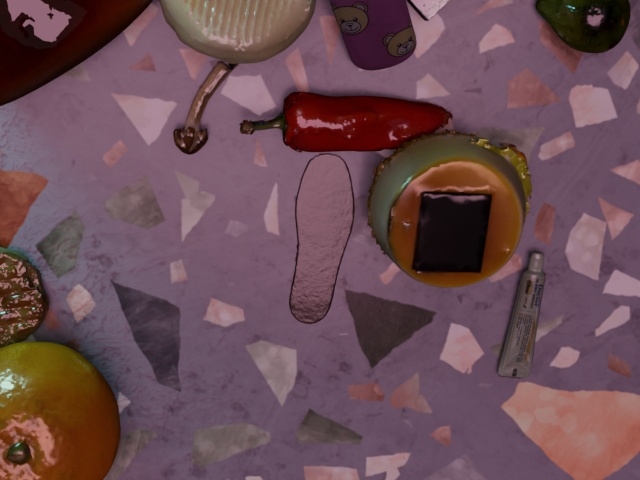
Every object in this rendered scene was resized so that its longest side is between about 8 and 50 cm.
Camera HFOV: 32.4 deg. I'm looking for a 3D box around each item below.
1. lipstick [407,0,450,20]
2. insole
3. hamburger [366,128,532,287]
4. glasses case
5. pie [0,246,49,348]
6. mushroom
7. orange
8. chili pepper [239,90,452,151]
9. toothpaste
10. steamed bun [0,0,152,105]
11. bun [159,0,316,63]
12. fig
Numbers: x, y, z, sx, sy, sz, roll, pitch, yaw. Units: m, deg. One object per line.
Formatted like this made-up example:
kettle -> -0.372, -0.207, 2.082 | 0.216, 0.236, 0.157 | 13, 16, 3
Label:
lipstick -> 0.281, -0.510, 1.900 | 0.317, 0.066, 0.068 | -42, 104, 7
insole -> 0.000, 0.000, 2.038 | 0.111, 0.007, 0.327 | 7, 103, -5
hamburger -> 0.228, -0.056, 1.949 | 0.294, 0.179, 0.276 | -1, 113, -4
glasses case -> 0.077, -0.407, 1.838 | 0.123, 0.075, 0.316 | -16, 140, 8
pie -> -0.586, 0.103, 2.004 | 0.195, 0.046, 0.195 | 0, 104, -2
mushroom -> -0.203, -0.239, 1.942 | 0.060, 0.061, 0.187 | 26, 97, -4
orange -> -0.507, 0.334, 1.941 | 0.312, 0.312, 0.312 | -1, 104, -4
chili pepper -> 0.047, -0.208, 1.944 | 0.388, 0.110, 0.110 | -1, 104, -9
toothpaste -> 0.387, 0.143, 2.084 | 0.067, 0.037, 0.255 | 4, 107, -11
steamed bun -> -0.466, -0.383, 1.788 | 0.379, 0.248, 0.235 | -32, 103, 5
bun -> -0.143, -0.422, 1.840 | 0.287, 0.146, 0.287 | 2, 75, -8
fig -> 0.455, -0.394, 1.932 | 0.156, 0.123, 0.123 | 18, 105, 31
